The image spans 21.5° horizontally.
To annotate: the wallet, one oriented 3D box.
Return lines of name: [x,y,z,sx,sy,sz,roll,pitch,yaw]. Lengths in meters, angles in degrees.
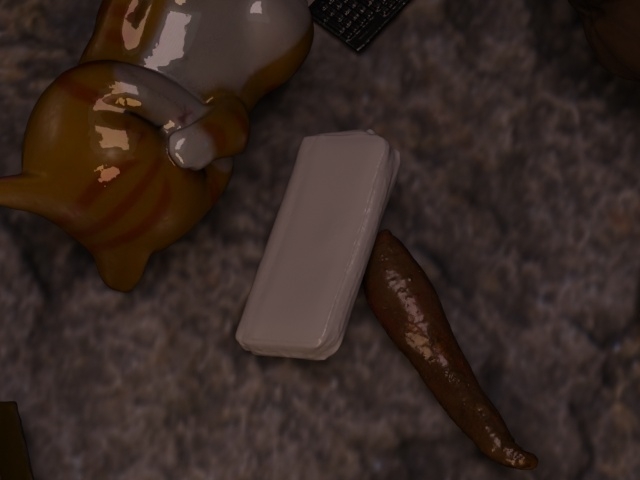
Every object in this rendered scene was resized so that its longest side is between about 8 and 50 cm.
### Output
wallet: [0.000,0.000,1.262,0.095,0.033,0.190,4,64,37]

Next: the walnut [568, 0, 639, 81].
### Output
walnut: [0.303,-0.241,1.269,0.273,0.227,0.273,-1,71,3]

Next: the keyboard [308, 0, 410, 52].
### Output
keyboard: [0.074,-0.237,1.389,0.063,0.010,0.198,38,73,17]

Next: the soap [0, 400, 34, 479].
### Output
soap: [-0.310,0.255,1.130,0.259,0.143,0.281,-16,73,-3]

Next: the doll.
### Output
doll: [-0.120,-0.115,1.264,0.166,0.162,0.270,35,63,-18]

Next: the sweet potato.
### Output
sweet potato: [0.088,0.086,1.232,0.050,0.050,0.214,-27,68,-10]
